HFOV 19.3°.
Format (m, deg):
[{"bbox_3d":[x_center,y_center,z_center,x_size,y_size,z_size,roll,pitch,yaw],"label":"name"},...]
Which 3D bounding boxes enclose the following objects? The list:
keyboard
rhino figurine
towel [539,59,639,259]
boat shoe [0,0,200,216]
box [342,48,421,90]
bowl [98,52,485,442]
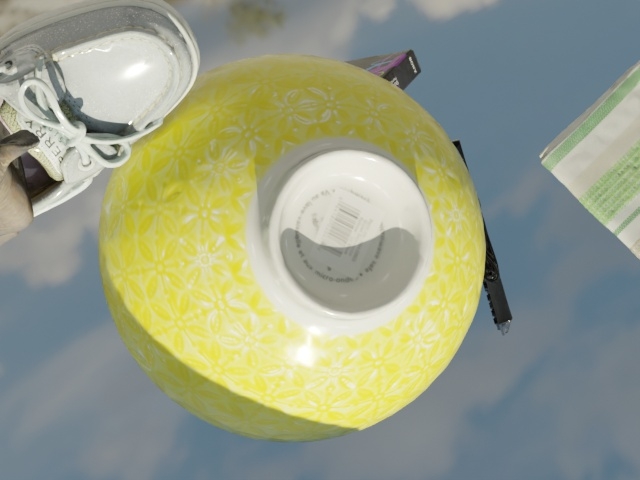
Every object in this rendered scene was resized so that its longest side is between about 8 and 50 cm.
[{"bbox_3d":[0.139,-0.005,1.791,0.038,0.192,0.100,-16,165,-1],"label":"keyboard"},{"bbox_3d":[-0.185,-0.037,0.906,0.073,0.106,0.243,-55,-171,-11],"label":"rhino figurine"},{"bbox_3d":[0.250,-0.044,1.376,0.113,0.152,0.023,-43,171,-7],"label":"towel"},{"bbox_3d":[-0.223,-0.055,1.272,0.320,0.118,0.103,-26,-146,8],"label":"boat shoe"},{"bbox_3d":[0.006,-0.118,1.705,0.116,0.029,0.162,-5,-149,39],"label":"box"},{"bbox_3d":[0.000,0.000,1.319,0.289,0.289,0.156,-35,-174,-17],"label":"bowl"}]
